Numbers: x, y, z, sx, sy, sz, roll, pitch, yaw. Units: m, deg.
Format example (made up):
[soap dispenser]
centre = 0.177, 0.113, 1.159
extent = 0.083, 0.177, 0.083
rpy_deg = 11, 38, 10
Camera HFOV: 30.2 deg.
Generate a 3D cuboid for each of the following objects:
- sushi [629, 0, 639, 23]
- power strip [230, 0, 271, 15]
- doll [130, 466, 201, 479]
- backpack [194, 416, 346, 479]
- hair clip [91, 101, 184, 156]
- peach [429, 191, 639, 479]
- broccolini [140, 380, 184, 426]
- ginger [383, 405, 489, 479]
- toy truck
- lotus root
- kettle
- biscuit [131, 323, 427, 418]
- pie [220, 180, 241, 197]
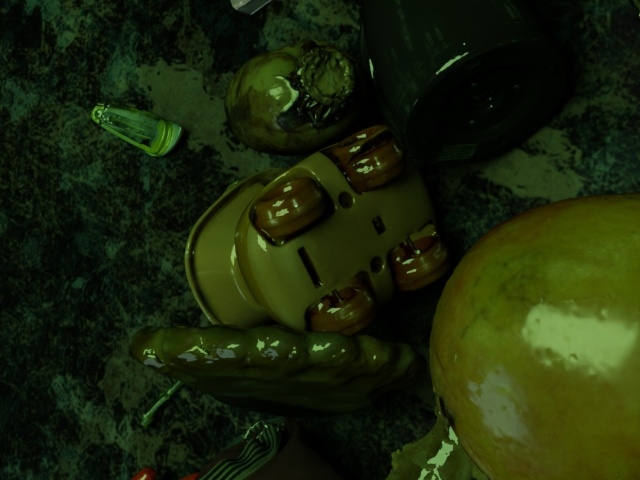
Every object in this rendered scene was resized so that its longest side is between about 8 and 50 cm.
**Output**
[sushi]
centre = 0.436, -0.244, 1.238
extent = 0.211, 0.170, 0.350
rpy_deg = -30, 66, 25
[power strip]
centre = -0.032, -0.432, 1.685
extent = 0.278, 0.037, 0.109
rpy_deg = -31, 65, 26
[doll]
centre = -0.274, 0.440, 1.640
extent = 0.336, 0.105, 0.200
rpy_deg = -28, 66, 19
[backpack]
centre = -0.094, 0.366, 1.383
extent = 0.317, 0.197, 0.283
rpy_deg = -29, 33, -19
[hair clip]
centre = -0.280, -0.171, 1.806
extent = 0.188, 0.033, 0.060
rpy_deg = 23, 96, 33
[peach]
centre = 0.295, 0.115, 1.182
extent = 0.372, 0.290, 0.373
rpy_deg = -12, 42, 11
[broccolini]
centre = -0.185, 0.202, 1.668
extent = 0.194, 0.054, 0.052
rpy_deg = -40, 30, 30
[ginger]
centre = 0.148, 0.260, 1.387
extent = 0.147, 0.081, 0.334
rpy_deg = 14, 89, 31
[toy truck]
centre = 0.000, 0.000, 1.441
extent = 0.211, 0.288, 0.204
rpy_deg = -5, 116, 56
[lotus root]
centre = -0.035, -0.182, 1.544
extent = 0.314, 0.169, 0.142
rpy_deg = 2, 109, 68
[kettle]
centre = 0.132, -0.241, 1.450
extent = 0.290, 0.207, 0.268
rpy_deg = 65, 144, 32
[biscuit]
centre = -0.052, 0.148, 1.368
extent = 0.334, 0.329, 0.078
rpy_deg = 7, 74, -9
[pie]
centre = -0.110, -0.046, 1.669
extent = 0.084, 0.020, 0.085
rpy_deg = -8, 76, 34
